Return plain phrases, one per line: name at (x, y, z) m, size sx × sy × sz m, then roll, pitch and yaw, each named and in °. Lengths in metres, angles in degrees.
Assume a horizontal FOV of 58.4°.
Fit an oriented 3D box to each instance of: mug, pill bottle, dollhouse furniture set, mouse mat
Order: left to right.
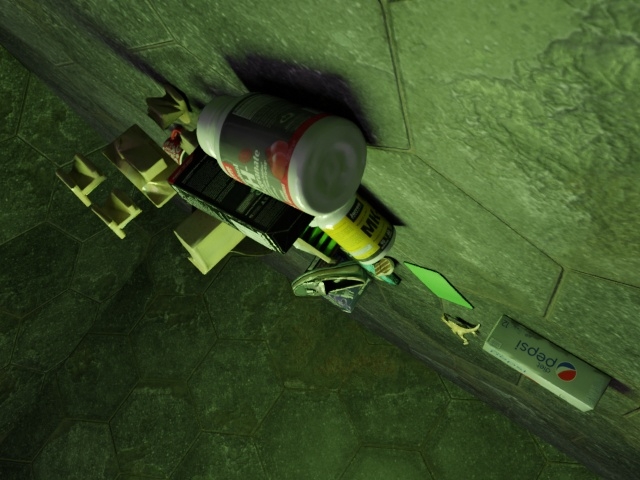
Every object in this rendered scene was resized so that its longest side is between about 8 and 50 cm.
dollhouse furniture set at (-0.397, -0.129, 1.527) m, size 0.394 × 0.362 × 0.256 m, roll 43°, pitch 166°, yaw 9°
mug at (-0.442, -0.302, 1.887) m, size 0.113 × 0.150 × 0.169 m, roll -3°, pitch -159°, yaw -38°
pill bottle at (-0.085, -0.175, 1.066) m, size 0.319 × 0.176 × 0.176 m, roll 27°, pitch 166°, yaw 38°
pill bottle at (0.066, -0.048, 1.313) m, size 0.208 × 0.119 × 0.119 m, roll 40°, pitch 168°, yaw -26°
mouse mat at (0.324, 0.123, 1.575) m, size 0.190 × 0.007 × 0.153 m, roll 43°, pitch 167°, yaw -31°

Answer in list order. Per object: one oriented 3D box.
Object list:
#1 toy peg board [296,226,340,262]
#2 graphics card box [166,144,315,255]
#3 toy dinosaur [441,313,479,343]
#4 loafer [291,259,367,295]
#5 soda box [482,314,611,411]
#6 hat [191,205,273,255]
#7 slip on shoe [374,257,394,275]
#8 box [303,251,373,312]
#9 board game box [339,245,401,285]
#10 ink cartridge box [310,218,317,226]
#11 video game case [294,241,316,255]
toy peg board at (0.000, 0.000, 1.898) m, size 0.161 × 0.079 × 0.161 m, roll 34°, pitch -175°, yaw 13°
graphics card box at (-0.148, -0.138, 1.273) m, size 0.371 × 0.232 × 0.094 m, roll 25°, pitch 160°, yaw 39°
toy dinosaur at (0.438, 0.277, 1.770) m, size 0.093 × 0.053 × 0.183 m, roll 41°, pitch 168°, yaw -24°
loafer at (0.028, 0.140, 1.913) m, size 0.096 × 0.268 × 0.084 m, roll 54°, pitch -158°, yaw -48°
soda box at (0.554, 0.305, 1.426) m, size 0.286 × 0.091 × 0.098 m, roll 32°, pitch 169°, yaw 19°
hat at (-0.226, -0.114, 1.738) m, size 0.331 × 0.331 × 0.134 m, roll 36°, pitch 130°, yaw -2°
slip on shoe at (0.198, 0.080, 1.688) m, size 0.041 × 0.051 × 0.135 m, roll -3°, pitch 167°, yaw -13°
box at (0.058, 0.139, 2.067) m, size 0.207 × 0.153 × 0.108 m, roll 37°, pitch 169°, yaw -13°
board game box at (0.157, 0.073, 1.812) m, size 0.186 × 0.026 × 0.126 m, roll 40°, pitch 168°, yaw -24°
ink cartridge box at (-0.047, -0.103, 1.602) m, size 0.189 × 0.066 × 0.232 m, roll 43°, pitch 171°, yaw -35°
video game case at (-0.100, -0.020, 2.013) m, size 0.173 × 0.022 × 0.190 m, roll 43°, pitch -173°, yaw 21°
